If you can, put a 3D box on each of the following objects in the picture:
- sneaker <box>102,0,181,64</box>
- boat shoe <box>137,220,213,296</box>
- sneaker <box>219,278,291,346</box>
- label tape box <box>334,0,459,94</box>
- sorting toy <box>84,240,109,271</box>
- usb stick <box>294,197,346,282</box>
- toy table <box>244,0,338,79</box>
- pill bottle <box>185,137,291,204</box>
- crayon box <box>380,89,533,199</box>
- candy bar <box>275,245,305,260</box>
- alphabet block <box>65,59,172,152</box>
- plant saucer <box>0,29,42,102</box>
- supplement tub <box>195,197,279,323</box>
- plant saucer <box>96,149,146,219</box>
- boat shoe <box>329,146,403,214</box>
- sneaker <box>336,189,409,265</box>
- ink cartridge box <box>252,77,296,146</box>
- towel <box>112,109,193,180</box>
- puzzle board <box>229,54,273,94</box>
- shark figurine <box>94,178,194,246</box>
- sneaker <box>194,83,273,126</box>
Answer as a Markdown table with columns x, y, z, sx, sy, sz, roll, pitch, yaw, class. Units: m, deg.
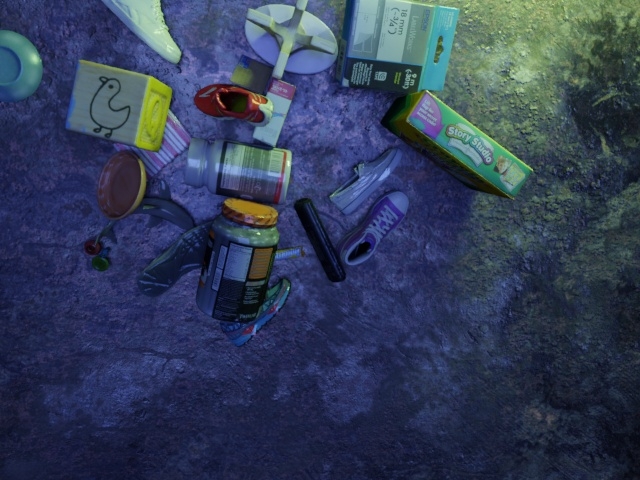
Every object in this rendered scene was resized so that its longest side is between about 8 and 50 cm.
| x | y | z | sx | sy | sz | roll | pitch | yaw | class |
| --- | --- | --- | --- | --- | --- | --- | --- | --- | --- |
| -0.456 | -0.636 | 1.641 | 0.169 | 0.108 | 0.292 | -44 | 101 | 6 | sneaker |
| -0.399 | 0.043 | 1.785 | 0.320 | 0.103 | 0.118 | -38 | 111 | 0 | boat shoe |
| -0.201 | 0.201 | 1.831 | 0.125 | 0.104 | 0.262 | 44 | 93 | -10 | sneaker |
| 0.225 | -0.538 | 1.671 | 0.333 | 0.106 | 0.241 | 3 | 114 | -12 | label tape box |
| -0.653 | 0.038 | 1.787 | 0.061 | 0.042 | 0.102 | -15 | 115 | 13 | sorting toy |
| 0.000 | 0.000 | 1.830 | 0.045 | 0.077 | 0.278 | -33 | 105 | -34 | usb stick |
| -0.078 | -0.566 | 1.669 | 0.274 | 0.161 | 0.252 | 8 | 100 | -7 | toy table |
| -0.232 | -0.200 | 1.720 | 0.283 | 0.161 | 0.161 | 9 | 100 | -7 | pill bottle |
| 0.367 | -0.266 | 1.694 | 0.362 | 0.313 | 0.106 | 33 | 96 | -11 | crayon box |
| -0.127 | 0.044 | 1.852 | 0.161 | 0.018 | 0.040 | -9 | 102 | -4 | candy bar |
| -0.535 | -0.355 | 1.622 | 0.197 | 0.193 | 0.193 | 13 | 96 | 3 | alphabet block |
| -0.871 | -0.480 | 1.662 | 0.194 | 0.037 | 0.195 | -1 | 102 | -6 | plant saucer |
| -0.227 | 0.054 | 1.685 | 0.193 | 0.193 | 0.316 | 13 | 107 | -8 | supplement tub |
| -0.557 | -0.154 | 1.707 | 0.037 | 0.200 | 0.200 | 15 | 102 | -53 | plant saucer |
| 0.134 | -0.191 | 1.795 | 0.084 | 0.095 | 0.258 | 43 | 93 | -16 | boat shoe |
| 0.172 | -0.029 | 1.798 | 0.102 | 0.161 | 0.282 | 41 | 93 | -10 | sneaker |
| -0.133 | -0.362 | 1.717 | 0.072 | 0.127 | 0.175 | 20 | 98 | -9 | ink cartridge box |
| -0.482 | -0.282 | 1.749 | 0.197 | 0.029 | 0.144 | -38 | 102 | 5 | towel |
| -0.194 | -0.468 | 1.707 | 0.096 | 0.128 | 0.011 | 20 | 140 | -9 | puzzle board |
| -0.520 | -0.079 | 1.740 | 0.278 | 0.116 | 0.166 | -12 | 100 | -6 | shark figurine |
| -0.255 | -0.386 | 1.649 | 0.278 | 0.118 | 0.107 | 16 | 93 | 35 | sneaker |
